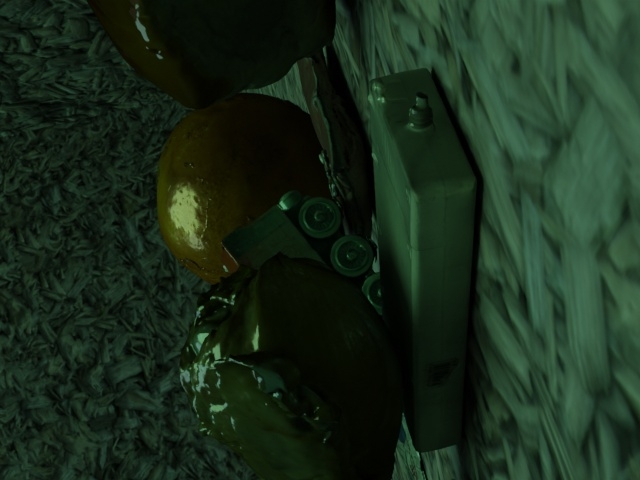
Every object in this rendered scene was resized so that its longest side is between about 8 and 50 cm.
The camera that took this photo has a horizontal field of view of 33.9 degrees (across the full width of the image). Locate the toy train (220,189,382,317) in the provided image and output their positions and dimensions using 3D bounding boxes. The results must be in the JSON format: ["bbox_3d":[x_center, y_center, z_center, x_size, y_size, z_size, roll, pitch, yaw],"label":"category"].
[{"bbox_3d":[0.000,0.041,0.969,0.176,0.118,0.074,52,168,11],"label":"toy train"}]

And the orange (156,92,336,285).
[{"bbox_3d":[-0.086,-0.058,1.257,0.240,0.240,0.240,167,90,-85],"label":"orange"}]

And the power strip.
[{"bbox_3d":[0.071,0.028,0.742,0.367,0.043,0.106,82,172,-53],"label":"power strip"}]

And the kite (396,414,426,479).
[{"bbox_3d":[0.079,0.164,1.190,0.368,0.014,0.406,91,164,-74],"label":"kite"}]

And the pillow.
[{"bbox_3d":[0.012,-0.107,1.058,0.126,0.043,0.232,78,176,-50],"label":"pillow"}]

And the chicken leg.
[{"bbox_3d":[0.004,0.181,0.834,0.201,0.153,0.429,29,145,45],"label":"chicken leg"}]

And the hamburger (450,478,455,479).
[{"bbox_3d":[0.114,0.260,0.845,0.084,0.054,0.121,-135,40,-84],"label":"hamburger"}]

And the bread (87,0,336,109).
[{"bbox_3d":[-0.104,-0.272,0.867,0.250,0.225,0.279,81,169,-52],"label":"bread"}]
